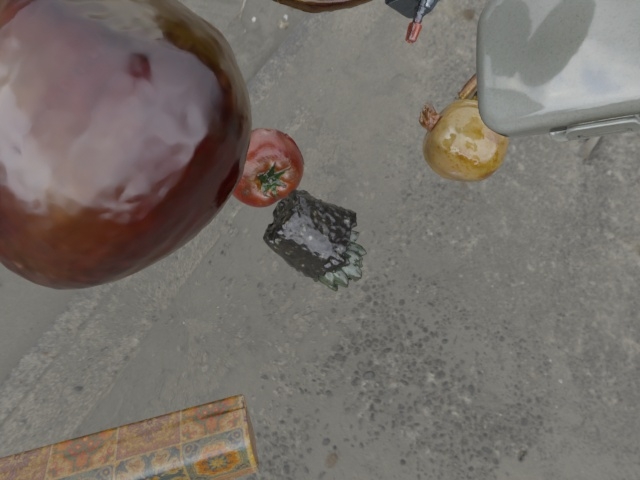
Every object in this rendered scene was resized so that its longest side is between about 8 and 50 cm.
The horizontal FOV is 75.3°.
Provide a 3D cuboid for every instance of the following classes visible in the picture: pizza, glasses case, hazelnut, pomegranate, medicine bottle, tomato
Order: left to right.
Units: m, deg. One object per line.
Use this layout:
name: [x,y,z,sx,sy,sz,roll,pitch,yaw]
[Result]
hazelnut: [-0.288,-0.140,0.547,0.419,0.353,0.422,-8,63,16]
glasses case: [-0.164,0.194,0.345,0.217,0.075,0.049,-11,41,-11]
tomato: [-0.141,-0.174,1.065,0.224,0.225,0.085,-2,41,-19]
pomegranate: [0.348,-0.237,1.013,0.206,0.207,0.208,4,78,-18]
pizza: [0.439,-0.415,1.177,0.185,0.195,0.052,-42,77,-3]
medicine bottle: [0.431,-0.304,0.633,0.122,0.374,0.283,-7,95,-48]

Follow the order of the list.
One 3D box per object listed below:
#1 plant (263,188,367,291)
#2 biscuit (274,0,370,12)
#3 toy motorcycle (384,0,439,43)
plant: [0.000,0.000,0.762,0.194,0.129,0.132,35,56,-25]
biscuit: [0.008,-0.419,0.441,0.317,0.040,0.319,1,105,5]
toy motorcycle: [0.057,-0.420,0.582,0.325,0.147,0.222,14,98,-31]
